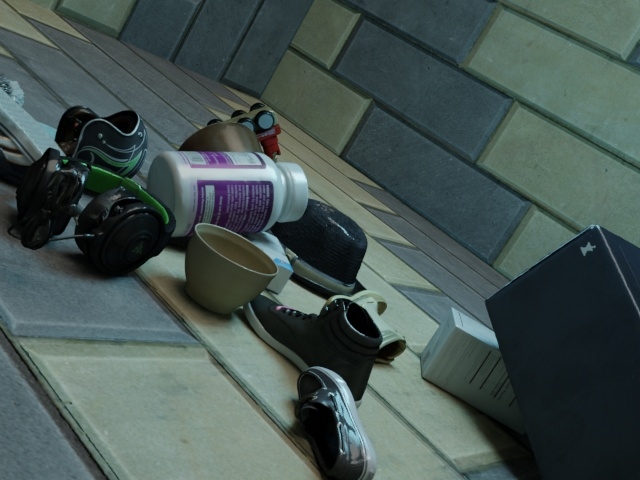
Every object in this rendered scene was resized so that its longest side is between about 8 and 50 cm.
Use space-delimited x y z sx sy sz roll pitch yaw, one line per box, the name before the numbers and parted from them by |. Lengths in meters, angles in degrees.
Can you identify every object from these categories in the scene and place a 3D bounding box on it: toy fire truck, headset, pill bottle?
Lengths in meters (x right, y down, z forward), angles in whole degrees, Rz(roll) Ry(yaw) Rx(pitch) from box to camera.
toy fire truck | -0.219 -0.274 2.446 0.158 0.217 0.246 -125 -165 -61
headset | -0.355 -0.065 1.251 0.243 0.185 0.394 30 16 -1
pill bottle | -0.183 -0.095 1.615 0.301 0.169 0.169 -3 30 -33

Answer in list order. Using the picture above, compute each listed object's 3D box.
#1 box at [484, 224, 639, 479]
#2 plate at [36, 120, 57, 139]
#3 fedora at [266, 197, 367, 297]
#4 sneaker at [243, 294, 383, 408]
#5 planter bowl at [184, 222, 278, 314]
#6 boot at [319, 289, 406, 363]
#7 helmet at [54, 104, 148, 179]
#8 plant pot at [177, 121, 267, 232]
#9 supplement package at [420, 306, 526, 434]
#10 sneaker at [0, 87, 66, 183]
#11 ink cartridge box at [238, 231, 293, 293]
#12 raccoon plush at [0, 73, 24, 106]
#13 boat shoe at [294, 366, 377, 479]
box | 0.621 0.294 1.502 0.471 0.297 0.480 24 41 -35
plate | -0.569 -0.203 1.653 0.188 0.024 0.188 29 13 -7
fedora | 0.000 0.000 1.886 0.334 0.152 0.334 30 13 -7
sneaker | -0.007 0.139 1.358 0.295 0.147 0.104 38 16 34
planter bowl | -0.169 0.058 1.380 0.162 0.109 0.162 29 12 -7
boot | 0.114 0.177 1.646 0.165 0.077 0.213 37 19 28
helmet | -0.424 -0.184 1.575 0.161 0.169 0.169 14 21 -41
plant pot | -0.198 -0.115 1.829 0.215 0.215 0.230 17 34 -47
supplement package | 0.349 0.273 1.685 0.244 0.134 0.139 31 13 -1
sneaker | -0.560 -0.174 1.386 0.321 0.127 0.126 52 4 -37
ink cartridge box | -0.130 0.032 1.673 0.104 0.060 0.180 25 14 -22
raccoon plush | -0.678 -0.306 1.439 0.446 0.216 0.299 17 27 -48
boat shoe | 0.002 0.253 1.126 0.076 0.080 0.228 25 22 -32
